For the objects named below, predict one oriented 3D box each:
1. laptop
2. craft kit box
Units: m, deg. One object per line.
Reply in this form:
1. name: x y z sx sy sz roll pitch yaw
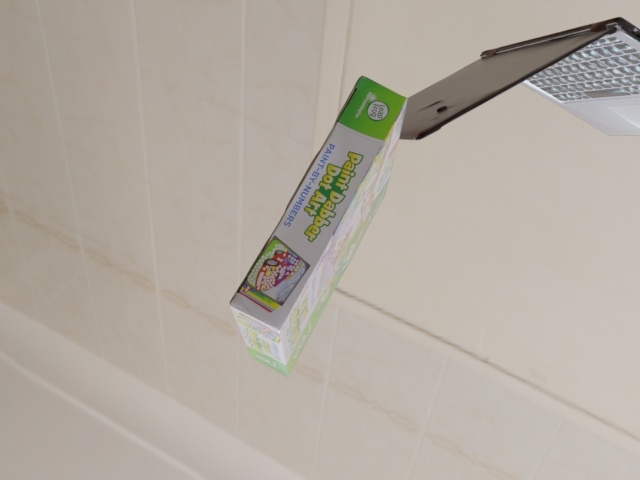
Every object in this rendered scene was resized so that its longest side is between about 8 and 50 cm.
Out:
1. laptop: 0.289 -0.146 1.130 0.408 0.236 0.382 27 -179 -14
2. craft kit box: 0.000 0.000 0.840 0.061 0.250 0.246 29 -105 9
